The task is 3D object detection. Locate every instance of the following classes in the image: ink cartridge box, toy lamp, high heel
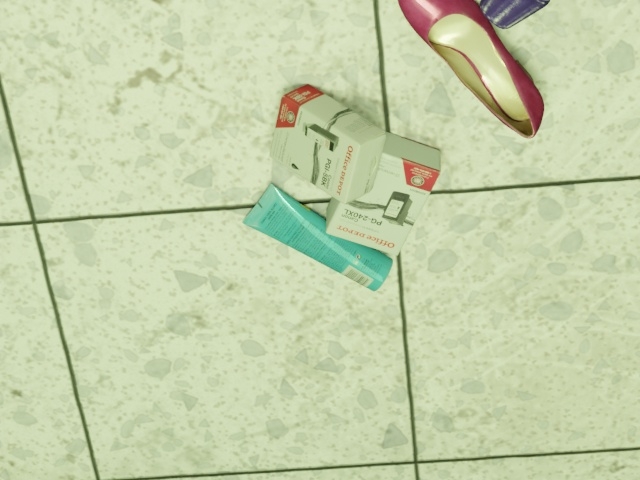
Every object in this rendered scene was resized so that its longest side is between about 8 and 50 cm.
[{"bbox_3d":[0.083,-0.065,2.116,0.109,0.063,0.150,18,124,-11],"label":"ink cartridge box"},{"bbox_3d":[0.296,-0.364,1.889,0.080,0.080,0.274,31,120,-20],"label":"toy lamp"},{"bbox_3d":[0.186,-0.225,1.966,0.082,0.117,0.244,-35,118,23],"label":"high heel"},{"bbox_3d":[0.008,-0.124,2.036,0.135,0.056,0.099,33,129,26],"label":"ink cartridge box"}]

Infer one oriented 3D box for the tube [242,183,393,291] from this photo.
[{"bbox_3d":[0.000,0.000,2.177,0.207,0.052,0.080,30,119,-12],"label":"tube"}]
